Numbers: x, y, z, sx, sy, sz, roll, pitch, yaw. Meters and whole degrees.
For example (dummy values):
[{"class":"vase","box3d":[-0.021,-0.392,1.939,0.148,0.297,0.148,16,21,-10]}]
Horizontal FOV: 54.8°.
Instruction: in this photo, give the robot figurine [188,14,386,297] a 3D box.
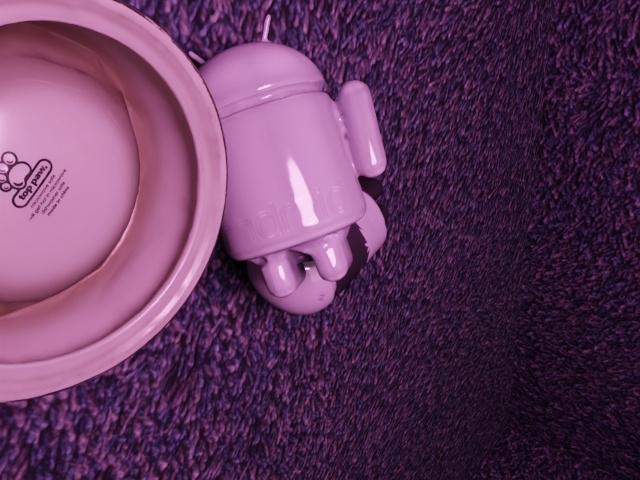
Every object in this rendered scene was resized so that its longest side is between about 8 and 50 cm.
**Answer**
[{"class":"robot figurine","box3d":[-0.063,-0.108,0.824,0.200,0.300,0.353,-51,121,-83]}]

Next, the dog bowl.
[{"class":"dog bowl","box3d":[-0.298,-0.053,0.636,0.408,0.151,0.407,-25,125,-42]}]

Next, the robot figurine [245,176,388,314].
[{"class":"robot figurine","box3d":[-0.002,-0.002,1.043,0.209,0.174,0.278,48,60,-8]}]
